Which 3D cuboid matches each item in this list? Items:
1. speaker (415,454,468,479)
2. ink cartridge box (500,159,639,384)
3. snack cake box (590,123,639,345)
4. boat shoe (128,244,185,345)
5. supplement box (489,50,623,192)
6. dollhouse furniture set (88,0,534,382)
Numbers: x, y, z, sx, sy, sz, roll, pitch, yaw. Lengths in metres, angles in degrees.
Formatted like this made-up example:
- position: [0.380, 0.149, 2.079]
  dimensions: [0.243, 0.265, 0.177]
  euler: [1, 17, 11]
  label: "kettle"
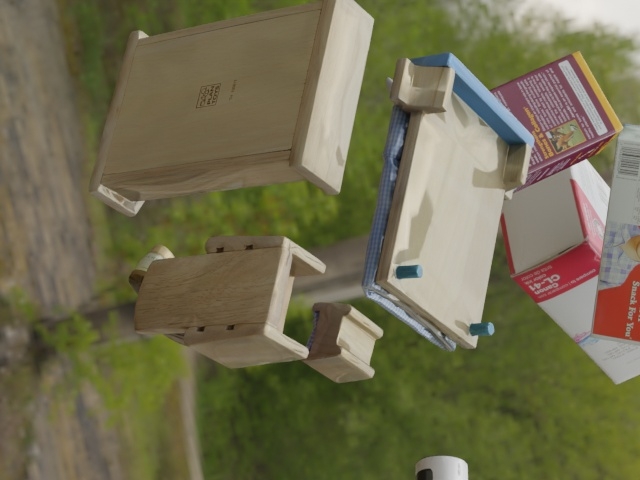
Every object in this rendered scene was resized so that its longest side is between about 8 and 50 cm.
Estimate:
- position: [0.121, 0.287, 1.558]
  dimensions: [0.055, 0.055, 0.136]
  euler: [78, 13, -58]
  label: "speaker"
- position: [0.383, 0.028, 2.227]
  dimensions: [0.306, 0.131, 0.226]
  euler: [45, 27, -37]
  label: "ink cartridge box"
- position: [0.430, 0.000, 1.945]
  dimensions: [0.089, 0.152, 0.264]
  euler: [-46, 143, -68]
  label: "snack cake box"
- position: [-0.133, 0.053, 1.433]
  dimensions: [0.135, 0.050, 0.045]
  euler: [72, 39, -57]
  label: "boat shoe"
- position: [0.220, -0.117, 1.717]
  dimensions: [0.104, 0.188, 0.081]
  euler: [62, -17, 11]
  label: "supplement box"
- position: [0.000, 0.000, 1.186]
  dimensions: [0.303, 0.198, 0.286]
  euler: [35, 59, -45]
  label: "dollhouse furniture set"
